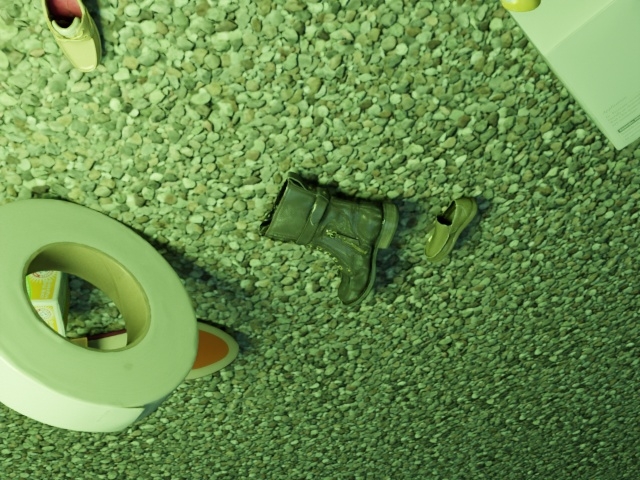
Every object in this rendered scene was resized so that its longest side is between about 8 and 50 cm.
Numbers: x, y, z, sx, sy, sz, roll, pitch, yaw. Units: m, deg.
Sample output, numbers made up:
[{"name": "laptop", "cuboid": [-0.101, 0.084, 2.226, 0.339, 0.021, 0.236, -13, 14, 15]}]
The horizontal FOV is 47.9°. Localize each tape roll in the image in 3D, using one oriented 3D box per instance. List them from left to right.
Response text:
[{"name": "tape roll", "cuboid": [-0.365, 0.103, 1.095, 0.391, 0.392, 0.072, 27, 123, -31]}]

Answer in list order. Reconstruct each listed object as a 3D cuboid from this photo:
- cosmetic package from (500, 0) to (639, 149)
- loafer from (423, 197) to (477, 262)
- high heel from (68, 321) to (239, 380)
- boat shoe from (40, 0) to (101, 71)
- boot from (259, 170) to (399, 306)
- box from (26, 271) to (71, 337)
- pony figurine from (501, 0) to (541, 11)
[{"name": "cosmetic package", "cuboid": [0.374, -0.286, 0.998, 0.138, 0.224, 0.224, -37, 129, 22]}, {"name": "loafer", "cuboid": [0.231, -0.024, 1.337, 0.050, 0.056, 0.148, 19, 116, -26]}, {"name": "high heel", "cuboid": [-0.361, 0.231, 1.445, 0.376, 0.127, 0.181, 4, 161, -21]}, {"name": "boat shoe", "cuboid": [-0.337, -0.293, 0.955, 0.062, 0.059, 0.170, -11, 134, -1]}, {"name": "boot", "cuboid": [0.000, 0.000, 1.299, 0.228, 0.091, 0.263, 10, 126, -14]}, {"name": "box", "cuboid": [-0.546, 0.106, 1.249, 0.203, 0.114, 0.103, -1, 132, -9]}, {"name": "pony figurine", "cuboid": [0.206, -0.425, 0.725, 0.350, 0.303, 0.364, 8, 143, 17]}]
